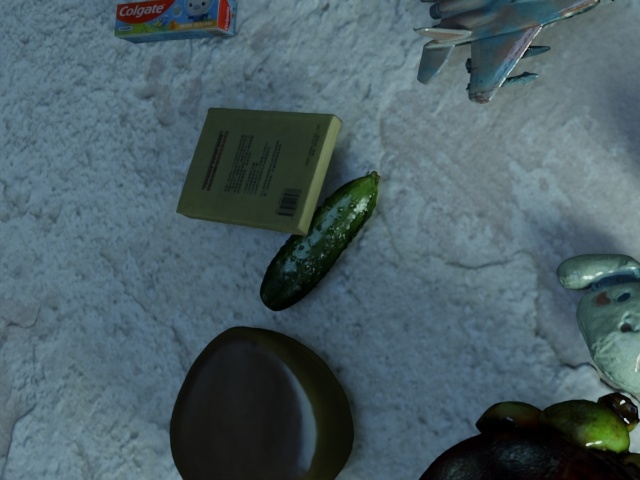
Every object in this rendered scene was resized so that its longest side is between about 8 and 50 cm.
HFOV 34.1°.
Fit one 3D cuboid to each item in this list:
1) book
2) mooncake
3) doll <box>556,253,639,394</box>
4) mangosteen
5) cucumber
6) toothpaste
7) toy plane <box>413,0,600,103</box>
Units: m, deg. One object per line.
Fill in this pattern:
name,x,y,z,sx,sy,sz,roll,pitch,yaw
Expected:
book,-0.086,-0.094,1.375,0.230,0.026,0.161,10,78,40
mooncake,-0.078,0.221,1.327,0.234,0.117,0.235,-4,81,31
doll,0.333,0.096,1.111,0.103,0.071,0.214,-30,61,4
mangosteen,0.225,0.301,1.032,0.300,0.300,0.300,-3,85,32
cucumber,0.000,0.000,1.327,0.227,0.069,0.069,-49,64,16
toothpaste,-0.208,-0.327,1.495,0.193,0.044,0.070,3,86,32
toy plane,0.249,-0.273,1.174,0.326,0.104,0.223,-5,84,27
